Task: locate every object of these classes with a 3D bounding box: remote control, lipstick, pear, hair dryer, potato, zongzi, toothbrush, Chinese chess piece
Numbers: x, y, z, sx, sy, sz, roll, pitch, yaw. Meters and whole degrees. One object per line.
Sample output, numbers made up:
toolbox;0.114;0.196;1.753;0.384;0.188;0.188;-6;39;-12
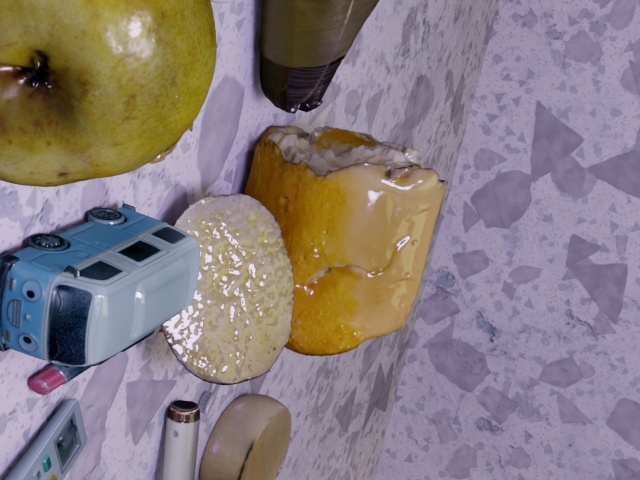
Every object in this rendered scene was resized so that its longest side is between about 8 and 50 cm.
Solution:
remote control;-0.407;0.345;1.391;0.293;0.051;0.103;-58;158;-44
lipstick;-0.322;0.155;1.459;0.234;0.053;0.053;-33;138;-57
pear;-0.240;-0.205;0.992;0.304;0.304;0.304;18;90;-71
hair dryer;-0.252;0.439;1.836;0.203;0.128;0.362;-18;117;-67
potato;-0.169;0.076;1.628;0.239;0.116;0.299;-12;95;-34
zongzi;0.048;-0.374;1.701;0.317;0.154;0.289;-18;137;-26
toothbrush;-0.168;0.200;1.974;0.020;0.025;0.286;67;43;-59
Chinese chess piece;-0.152;0.436;2.115;0.251;0.097;0.251;-53;154;-41

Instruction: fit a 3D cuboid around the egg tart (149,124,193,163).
egg tart;-0.221;-0.220;1.330;0.252;0.098;0.232;76;30;-64

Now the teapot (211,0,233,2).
teapot;-0.110;-0.457;1.350;0.204;0.139;0.298;8;99;-74

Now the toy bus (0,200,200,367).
toy bus;-0.275;0.059;1.315;0.271;0.164;0.133;-35;139;-61

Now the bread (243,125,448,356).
bread;0.000;0.000;1.783;0.250;0.361;0.394;8;102;-45
